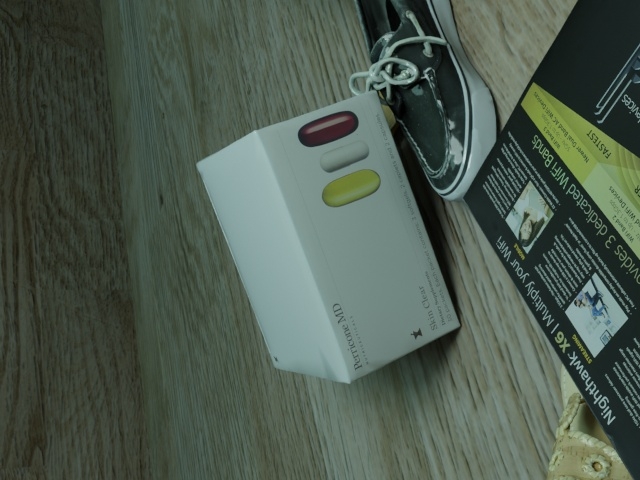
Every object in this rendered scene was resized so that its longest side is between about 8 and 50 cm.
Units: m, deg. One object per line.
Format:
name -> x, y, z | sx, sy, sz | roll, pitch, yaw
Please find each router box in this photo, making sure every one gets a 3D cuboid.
router box -> 0.238, -0.015, 0.514 | 0.308, 0.081, 0.243 | -112, 34, -40

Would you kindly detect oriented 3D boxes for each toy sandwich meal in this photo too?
toy sandwich meal -> 0.082, -0.155, 0.914 | 0.085, 0.029, 0.085 | -36, 47, 51

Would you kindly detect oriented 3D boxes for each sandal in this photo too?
sandal -> 0.206, 0.190, 0.570 | 0.088, 0.079, 0.240 | 132, 134, -53

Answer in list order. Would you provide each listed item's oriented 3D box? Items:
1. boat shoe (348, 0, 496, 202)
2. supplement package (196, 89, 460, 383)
boat shoe -> 0.093, -0.179, 0.800 | 0.113, 0.105, 0.306 | 137, 130, -56
supplement package -> 0.000, 0.000, 0.841 | 0.204, 0.145, 0.261 | -9, 103, 65
